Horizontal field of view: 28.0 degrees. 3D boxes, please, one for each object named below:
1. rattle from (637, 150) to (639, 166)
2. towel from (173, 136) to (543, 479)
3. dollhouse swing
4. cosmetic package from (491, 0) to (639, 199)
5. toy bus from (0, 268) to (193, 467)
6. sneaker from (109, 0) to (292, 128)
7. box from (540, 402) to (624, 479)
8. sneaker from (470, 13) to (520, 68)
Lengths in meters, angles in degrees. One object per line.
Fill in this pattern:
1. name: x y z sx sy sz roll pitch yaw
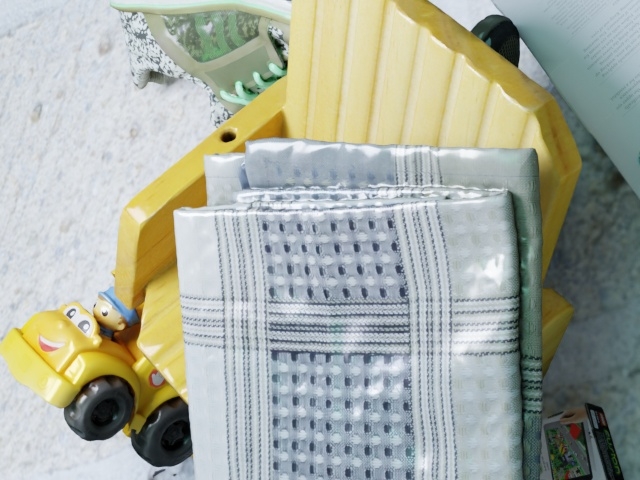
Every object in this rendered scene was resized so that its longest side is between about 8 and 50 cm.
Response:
1. rattle: 0.326 -0.119 0.949 0.130 0.142 0.200 -147 62 -71
2. towel: 0.019 0.083 0.968 0.312 0.056 0.324 1 93 36
3. dollhouse swing: 0.000 0.000 1.047 0.315 0.305 0.347 -40 64 -13
4. cosmetic package: 0.359 -0.219 1.029 0.377 0.097 0.284 -42 53 21
5. toy bus: -0.175 0.096 1.284 0.149 0.220 0.211 36 94 44
6. sneaker: -0.069 -0.205 1.370 0.410 0.158 0.182 19 120 38
7. box: 0.203 0.249 1.050 0.114 0.036 0.207 -26 62 30
8. sneaker: 0.164 -0.077 1.118 0.130 0.087 0.228 27 120 33
